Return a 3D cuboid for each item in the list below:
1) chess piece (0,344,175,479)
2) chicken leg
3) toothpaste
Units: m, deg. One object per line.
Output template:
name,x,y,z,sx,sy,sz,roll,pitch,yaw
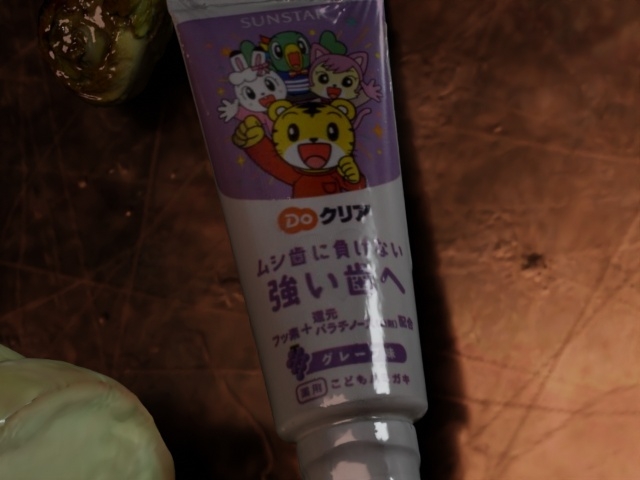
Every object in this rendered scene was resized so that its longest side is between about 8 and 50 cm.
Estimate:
chess piece,-0.310,0.133,0.931,0.442,0.234,0.234,13,83,29
chicken leg,-0.091,-0.156,0.976,0.070,0.093,0.178,31,75,-8
toothpaste,0.000,0.000,0.903,0.114,0.073,0.299,-8,71,-6
